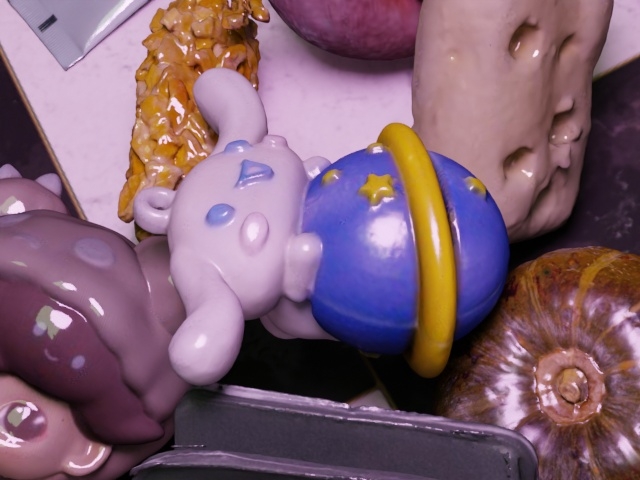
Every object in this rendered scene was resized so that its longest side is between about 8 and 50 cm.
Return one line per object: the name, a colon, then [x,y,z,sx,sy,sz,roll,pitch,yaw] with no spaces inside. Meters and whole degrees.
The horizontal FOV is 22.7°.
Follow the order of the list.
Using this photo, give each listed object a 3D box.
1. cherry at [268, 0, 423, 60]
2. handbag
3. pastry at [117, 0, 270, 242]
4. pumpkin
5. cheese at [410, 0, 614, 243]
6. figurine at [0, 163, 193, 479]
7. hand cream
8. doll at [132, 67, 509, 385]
cherry: [0.058,-0.259,1.308,0.236,0.213,0.285,-9,44,-17]
handbag: [0.020,0.217,1.048,0.248,0.260,0.079,5,41,19]
pastry: [-0.103,-0.111,1.298,0.102,0.154,0.250,9,65,-5]
pumpkin: [0.189,0.110,1.129,0.219,0.162,0.219,-8,75,32]
cheese: [0.145,-0.124,1.195,0.093,0.159,0.263,18,108,41]
figurine: [-0.223,0.141,1.181,0.248,0.203,0.380,19,80,29]
hand cream: [-0.138,-0.292,1.456,0.321,0.067,0.109,-39,64,-4]
doll: [-0.001,-0.009,1.127,0.243,0.159,0.311,-17,44,-3]
